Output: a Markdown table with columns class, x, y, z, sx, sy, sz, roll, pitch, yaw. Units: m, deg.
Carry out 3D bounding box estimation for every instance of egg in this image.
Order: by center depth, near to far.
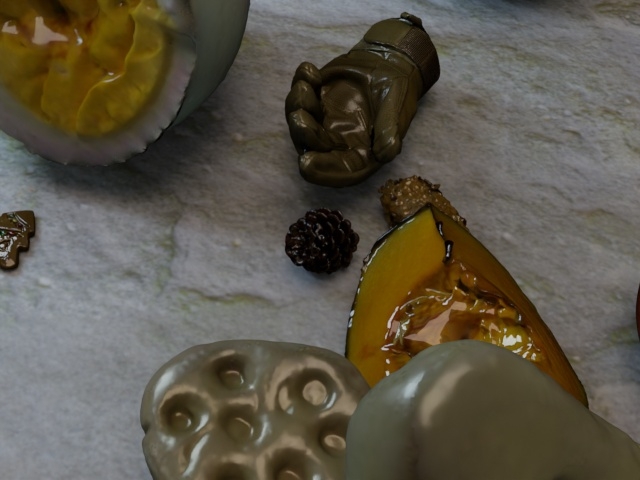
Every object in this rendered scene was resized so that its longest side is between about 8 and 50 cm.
| class | x | y | z | sx | sy | sz | roll | pitch | yaw |
| --- | --- | --- | --- | --- | --- | --- | --- | --- | --- |
| egg | -0.244 | -0.310 | 1.118 | 0.355 | 0.354 | 0.340 | 13 | 32 | 9 |

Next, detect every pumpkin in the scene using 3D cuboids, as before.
| class | x | y | z | sx | sy | sz | roll | pitch | yaw |
| --- | --- | --- | --- | --- | --- | --- | --- | --- | --- |
| pumpkin | 0.136 | 0.122 | 0.911 | 0.148 | 0.169 | 0.312 | 34 | 19 | -27 |

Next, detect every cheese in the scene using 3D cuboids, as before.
| class | x | y | z | sx | sy | sz | roll | pitch | yaw |
| --- | --- | --- | --- | --- | --- | --- | --- | --- | --- |
| cheese | 0.180 | 0.200 | 0.705 | 0.351 | 0.328 | 0.130 | -25 | 13 | -26 |
| cheese | -0.053 | 0.192 | 0.832 | 0.235 | 0.117 | 0.218 | 23 | 54 | 15 |

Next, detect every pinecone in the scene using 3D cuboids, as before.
| class | x | y | z | sx | sy | sz | roll | pitch | yaw |
| --- | --- | --- | --- | --- | --- | --- | --- | --- | --- |
| pinecone | 0.000 | 0.000 | 1.024 | 0.077 | 0.083 | 0.077 | -1 | 87 | 19 |

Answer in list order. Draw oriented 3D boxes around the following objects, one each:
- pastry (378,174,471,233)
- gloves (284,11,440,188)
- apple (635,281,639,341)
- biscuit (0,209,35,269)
| class | x | y | z | sx | sy | sz | roll | pitch | yaw |
| --- | --- | --- | --- | --- | --- | --- | --- | --- | --- |
| pastry | 0.123 | -0.015 | 1.059 | 0.080 | 0.056 | 0.140 | -18 | 59 | -8 |
| gloves | 0.040 | -0.158 | 1.123 | 0.154 | 0.141 | 0.331 | 41 | 45 | -3 |
| apple | 0.403 | 0.068 | 0.926 | 0.181 | 0.181 | 0.168 | 4 | 29 | 1 |
| biscuit | -0.355 | -0.005 | 1.051 | 0.082 | 0.016 | 0.092 | 29 | 56 | 21 |
